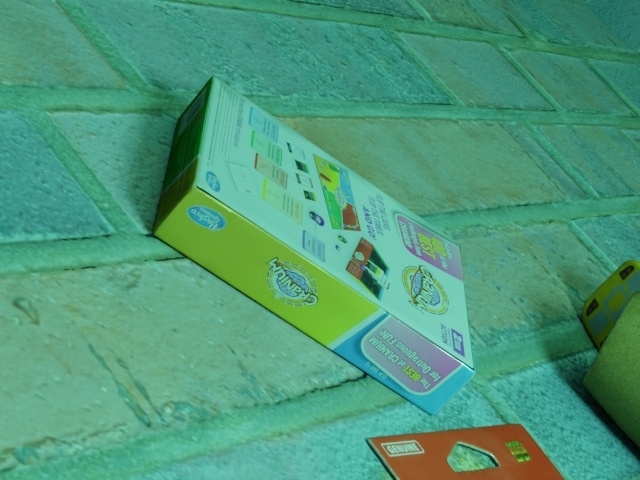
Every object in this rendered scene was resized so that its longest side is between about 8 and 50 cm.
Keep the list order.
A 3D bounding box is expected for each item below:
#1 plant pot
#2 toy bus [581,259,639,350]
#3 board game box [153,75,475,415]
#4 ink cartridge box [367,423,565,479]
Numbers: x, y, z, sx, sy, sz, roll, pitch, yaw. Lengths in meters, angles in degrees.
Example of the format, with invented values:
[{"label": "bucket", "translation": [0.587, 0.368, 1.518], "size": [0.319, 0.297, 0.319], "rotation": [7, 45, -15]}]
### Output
[{"label": "plant pot", "translation": [0.418, 0.167, 1.702], "size": [0.254, 0.237, 0.237], "rotation": [30, 21, 13]}, {"label": "toy bus", "translation": [0.475, 0.143, 1.932], "size": [0.333, 0.108, 0.130], "rotation": [23, 28, -34]}, {"label": "board game box", "translation": [0.000, 0.000, 1.513], "size": [0.317, 0.064, 0.242], "rotation": [34, 24, -16]}, {"label": "ink cartridge box", "translation": [0.197, 0.242, 1.401], "size": [0.275, 0.060, 0.239], "rotation": [4, 44, -54]}]
